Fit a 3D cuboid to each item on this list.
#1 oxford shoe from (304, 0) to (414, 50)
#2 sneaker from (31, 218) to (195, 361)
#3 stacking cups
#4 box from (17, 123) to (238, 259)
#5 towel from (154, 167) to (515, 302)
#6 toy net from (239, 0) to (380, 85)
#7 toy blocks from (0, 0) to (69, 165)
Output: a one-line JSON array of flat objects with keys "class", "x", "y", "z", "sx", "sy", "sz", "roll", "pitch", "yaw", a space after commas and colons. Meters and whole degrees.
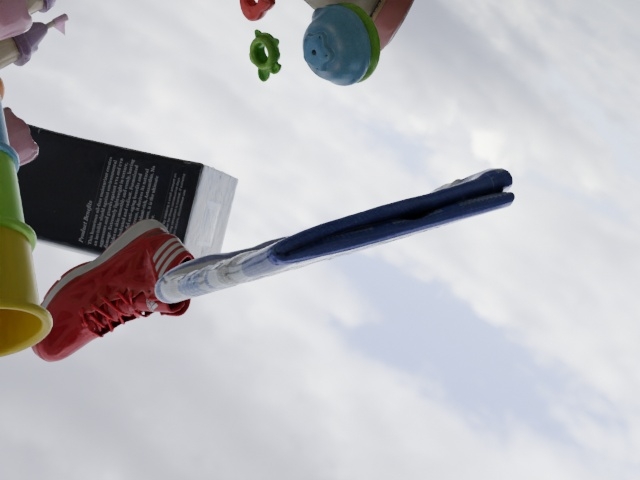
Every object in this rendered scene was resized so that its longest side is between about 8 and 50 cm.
[{"class": "oxford shoe", "x": 0.060, "y": -0.360, "z": 1.455, "sx": 0.130, "sy": 0.123, "sz": 0.348, "roll": 25, "pitch": -137, "yaw": -10}, {"class": "sneaker", "x": -0.242, "y": 0.074, "z": 1.555, "sx": 0.128, "sy": 0.221, "sz": 0.087, "roll": 30, "pitch": 165, "yaw": 47}, {"class": "stacking cups", "x": -0.254, "y": -0.075, "z": 0.924, "sx": 0.096, "sy": 0.096, "sz": 0.316, "roll": 11, "pitch": -124, "yaw": -40}, {"class": "box", "x": -0.315, "y": -0.057, "z": 2.081, "sx": 0.294, "sy": 0.183, "sz": 0.296, "roll": 14, "pitch": 180, "yaw": 8}, {"class": "towel", "x": 0.000, "y": 0.000, "z": 1.015, "sx": 0.209, "sy": 0.034, "sz": 0.285, "roll": -16, "pitch": 179, "yaw": -24}, {"class": "toy net", "x": -0.014, "y": -0.240, "z": 1.056, "sx": 0.122, "sy": 0.232, "sz": 0.045, "roll": 16, "pitch": -153, "yaw": 42}, {"class": "toy blocks", "x": -0.385, "y": -0.263, "z": 1.368, "sx": 0.260, "sy": 0.288, "sz": 0.309, "roll": -37, "pitch": -109, "yaw": -27}]
